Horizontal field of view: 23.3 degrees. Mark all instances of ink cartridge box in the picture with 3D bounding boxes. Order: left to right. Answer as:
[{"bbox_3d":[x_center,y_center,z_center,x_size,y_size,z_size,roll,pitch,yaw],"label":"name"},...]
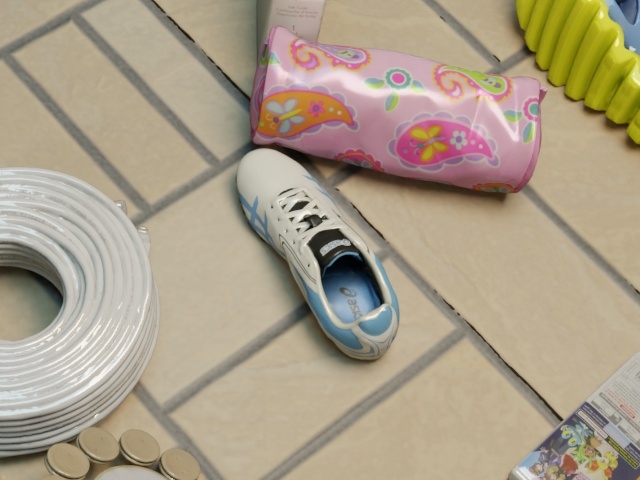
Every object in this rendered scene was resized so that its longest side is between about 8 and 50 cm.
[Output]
[{"bbox_3d":[-0.022,-0.344,1.535,0.060,0.239,0.275,3,58,-7],"label":"ink cartridge box"}]

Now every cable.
[{"bbox_3d":[-0.266,0.057,1.338,0.257,0.089,0.257,-2,59,-11],"label":"cable"}]

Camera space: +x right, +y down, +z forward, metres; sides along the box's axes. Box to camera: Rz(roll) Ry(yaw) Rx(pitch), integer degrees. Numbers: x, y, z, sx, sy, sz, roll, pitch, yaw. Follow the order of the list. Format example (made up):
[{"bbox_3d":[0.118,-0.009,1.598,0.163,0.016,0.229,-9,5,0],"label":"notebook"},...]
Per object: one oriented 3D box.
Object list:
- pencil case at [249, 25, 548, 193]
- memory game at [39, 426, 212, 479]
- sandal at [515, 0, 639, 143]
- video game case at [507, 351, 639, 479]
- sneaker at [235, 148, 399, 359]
[{"bbox_3d":[0.075,-0.124,1.487,0.284,0.124,0.124,10,58,-4],"label":"pencil case"},{"bbox_3d":[-0.144,0.222,1.256,0.186,0.012,0.186,23,31,-15],"label":"memory game"},{"bbox_3d":[0.331,-0.184,1.576,0.138,0.126,0.317,-37,79,-30],"label":"sandal"},{"bbox_3d":[0.297,0.221,1.372,0.183,0.023,0.201,-38,72,-27],"label":"video game case"},{"bbox_3d":[0.000,0.000,1.421,0.085,0.086,0.237,-25,65,-20],"label":"sneaker"}]
